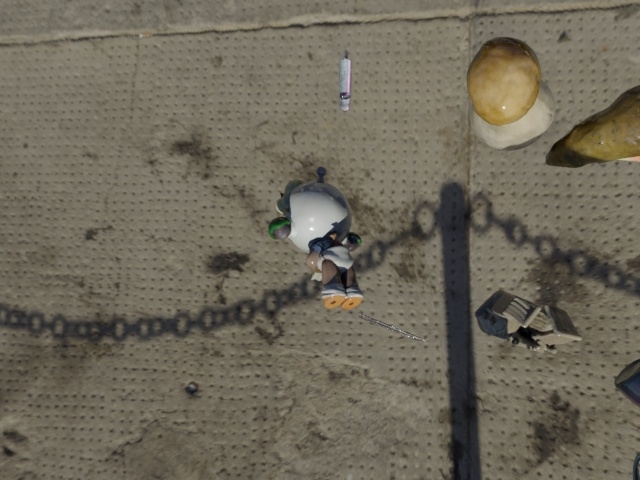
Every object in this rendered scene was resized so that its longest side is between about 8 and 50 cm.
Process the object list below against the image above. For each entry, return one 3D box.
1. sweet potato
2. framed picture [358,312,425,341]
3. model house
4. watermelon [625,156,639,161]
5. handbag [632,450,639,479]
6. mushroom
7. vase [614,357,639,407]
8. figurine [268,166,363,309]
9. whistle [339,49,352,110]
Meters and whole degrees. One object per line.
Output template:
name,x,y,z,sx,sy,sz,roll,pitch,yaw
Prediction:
sweet potato,0.500,-0.177,0.769,0.422,0.130,0.131,-19,77,32
framed picture,0.204,0.254,1.697,0.199,0.195,0.010,21,83,6
model house,0.525,0.208,1.453,0.229,0.188,0.122,23,83,-24
watermelon,0.881,-0.237,1.405,0.303,0.128,0.159,8,122,20
handbag,0.629,0.514,1.012,0.109,0.315,0.241,17,126,-2
mushroom,0.280,-0.202,0.872,0.128,0.350,0.128,0,89,20
vase,0.704,0.341,1.172,0.086,0.086,0.214,-45,78,2
figurine,-0.001,0.000,0.766,0.093,0.147,0.197,-34,55,44
whistle,0.061,-0.391,1.441,0.033,0.176,0.033,-1,57,1
